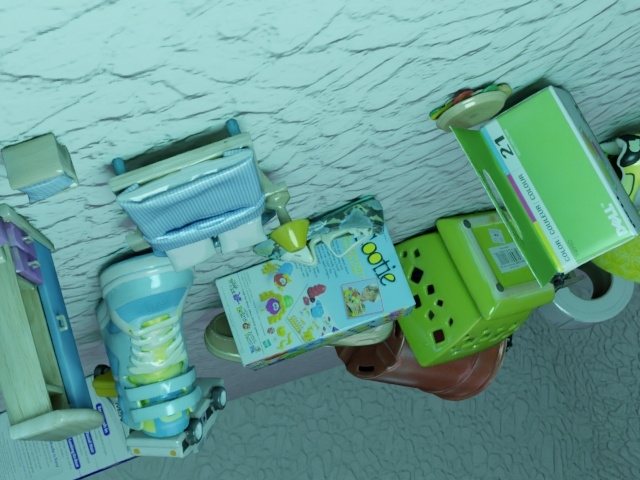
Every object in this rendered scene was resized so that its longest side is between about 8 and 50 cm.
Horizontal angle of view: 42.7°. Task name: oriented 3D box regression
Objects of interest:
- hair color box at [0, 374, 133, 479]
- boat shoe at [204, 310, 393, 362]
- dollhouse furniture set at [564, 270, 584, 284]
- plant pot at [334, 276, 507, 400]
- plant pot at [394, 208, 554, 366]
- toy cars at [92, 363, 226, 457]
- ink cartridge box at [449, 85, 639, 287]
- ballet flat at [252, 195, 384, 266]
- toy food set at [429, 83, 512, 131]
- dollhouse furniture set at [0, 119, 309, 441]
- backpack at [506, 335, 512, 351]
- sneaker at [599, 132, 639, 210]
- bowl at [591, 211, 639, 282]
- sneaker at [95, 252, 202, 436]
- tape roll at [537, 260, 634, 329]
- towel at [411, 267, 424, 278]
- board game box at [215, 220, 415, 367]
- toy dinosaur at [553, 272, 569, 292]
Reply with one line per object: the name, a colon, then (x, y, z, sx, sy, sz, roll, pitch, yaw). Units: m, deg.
hair color box: (-0.507, 0.398, 1.691, 0.339, 0.185, 0.110, -23, 167, 14)
boat shoe: (-0.035, 0.127, 1.432, 0.341, 0.121, 0.110, -8, 133, -14)
dollhouse furniture set: (0.564, 0.085, 2.151, 0.129, 0.129, 0.184, -8, 161, -42)
plant pot: (0.185, 0.184, 1.654, 0.265, 0.272, 0.272, 11, 149, -40)
plant pot: (0.272, 0.072, 1.482, 0.228, 0.227, 0.207, -9, 156, -40)
toy cars: (-0.250, 0.251, 1.279, 0.176, 0.087, 0.394, -14, -161, -24)
ink cartridge box: (0.251, -0.063, 0.875, 0.097, 0.188, 0.255, -30, 173, 24)
ballet flat: (0.000, 0.000, 1.116, 0.188, 0.070, 0.070, -22, 167, 10)
toy food set: (0.161, -0.142, 0.879, 0.083, 0.020, 0.083, -6, 161, -47)
dollhouse furniture set: (-0.143, 0.027, 0.719, 0.303, 0.198, 0.286, -20, 167, -6)
backpack: (0.330, 0.173, 1.980, 0.254, 0.191, 0.225, 1, 169, 7)
sneaker: (0.460, -0.095, 1.350, 0.147, 0.145, 0.385, 16, 159, -12)
bowl: (0.671, -0.049, 1.640, 0.290, 0.289, 0.156, -15, 125, -23)
sneaker: (-0.207, 0.142, 1.059, 0.127, 0.208, 0.319, -14, 165, -20)
tape roll: (0.724, 0.119, 2.282, 0.246, 0.246, 0.169, -19, 166, -5)
towel: (0.095, 0.141, 1.879, 0.243, 0.040, 0.336, -6, 161, -44)
board game box: (-0.006, 0.092, 1.299, 0.275, 0.144, 0.142, -19, 167, -1)
toy dinosaur: (0.499, 0.033, 1.840, 0.322, 0.164, 0.218, -1, 152, 7)
